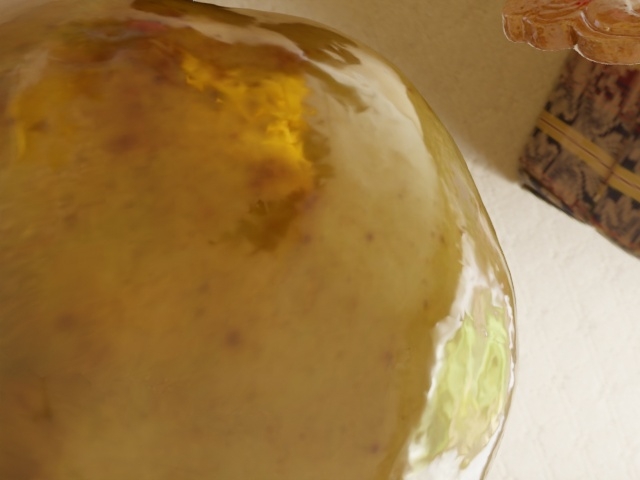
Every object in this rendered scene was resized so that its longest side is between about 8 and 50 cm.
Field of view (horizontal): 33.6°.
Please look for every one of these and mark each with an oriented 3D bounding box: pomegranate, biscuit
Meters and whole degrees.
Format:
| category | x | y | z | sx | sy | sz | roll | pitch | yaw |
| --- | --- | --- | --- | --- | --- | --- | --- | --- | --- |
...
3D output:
| category | x | y | z | sx | sy | sz | roll | pitch | yaw |
| --- | --- | --- | --- | --- | --- | --- | --- | --- | --- |
| pomegranate | -0.068 | 0.035 | 0.439 | 0.307 | 0.307 | 0.307 | -5 | 113 | -12 |
| biscuit | 0.365 | -0.255 | 1.155 | 0.334 | 0.202 | 0.047 | 5 | 129 | 24 |
